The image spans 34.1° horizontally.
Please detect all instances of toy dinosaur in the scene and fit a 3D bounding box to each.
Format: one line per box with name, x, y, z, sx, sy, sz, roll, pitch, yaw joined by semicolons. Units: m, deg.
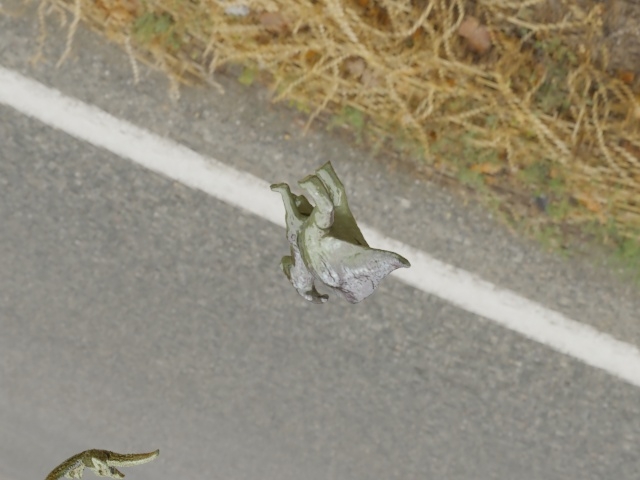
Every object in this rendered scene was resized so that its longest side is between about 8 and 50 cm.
toy dinosaur;0.006;-0.003;1.214;0.162;0.077;0.294;65;166;-7

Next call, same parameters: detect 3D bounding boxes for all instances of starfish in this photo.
starfish;-0.324;0.334;1.548;0.176;0.053;0.208;-9;171;-2
